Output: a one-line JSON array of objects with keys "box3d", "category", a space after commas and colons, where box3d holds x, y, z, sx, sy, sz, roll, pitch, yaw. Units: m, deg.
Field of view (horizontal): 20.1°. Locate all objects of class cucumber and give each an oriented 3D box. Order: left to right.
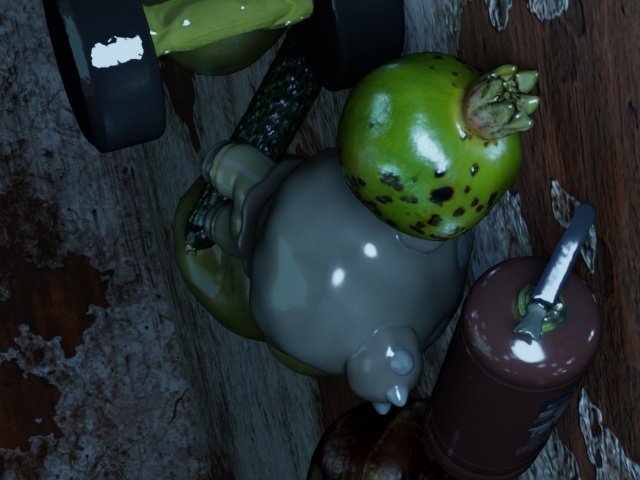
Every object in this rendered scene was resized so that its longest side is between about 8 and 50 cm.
[{"box3d": [-0.068, -0.106, 1.972, 0.067, 0.294, 0.067, 27, 170, 5], "category": "cucumber"}]

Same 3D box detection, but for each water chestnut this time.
[{"box3d": [0.092, 0.276, 1.881, 0.223, 0.238, 0.224, 2, -93, -60], "category": "water chestnut"}]

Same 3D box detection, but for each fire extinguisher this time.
[{"box3d": [0.166, 0.093, 1.515, 0.337, 0.114, 0.135, 100, -164, -64], "category": "fire extinguisher"}]

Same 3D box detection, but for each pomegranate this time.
[{"box3d": [0.105, -0.085, 1.497, 0.205, 0.159, 0.159, -30, 75, 52], "category": "pomegranate"}]

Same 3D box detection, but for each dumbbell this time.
[{"box3d": [-0.097, -0.220, 1.775, 0.204, 0.322, 0.204, 164, 90, -78], "category": "dumbbell"}]

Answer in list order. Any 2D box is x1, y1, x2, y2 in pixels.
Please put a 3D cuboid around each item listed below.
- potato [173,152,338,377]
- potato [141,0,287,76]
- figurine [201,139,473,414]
[{"box3d": [-0.029, 0.032, 2.044, 0.351, 0.218, 0.203, 38, 117, 41], "category": "potato"}, {"box3d": [-0.121, -0.338, 1.968, 0.243, 0.220, 0.326, -131, 38, -67], "category": "potato"}, {"box3d": [0.000, 0.000, 1.769, 0.380, 0.203, 0.248, 29, 103, 55], "category": "figurine"}]
